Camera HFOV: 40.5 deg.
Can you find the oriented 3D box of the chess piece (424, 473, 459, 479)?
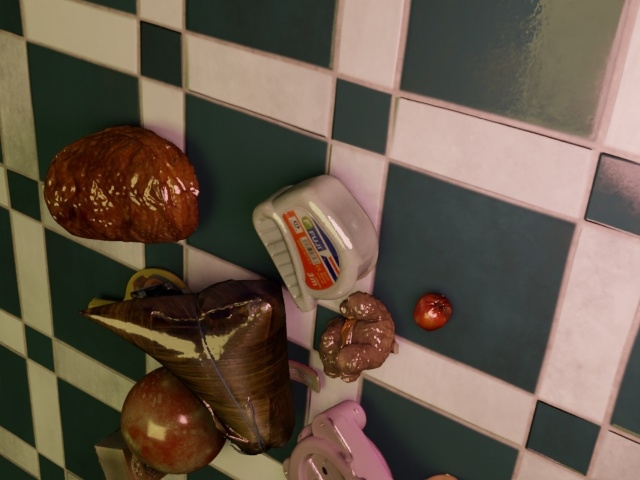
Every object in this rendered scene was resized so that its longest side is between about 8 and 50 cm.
[{"bbox_3d":[0.263,0.584,1.818,0.094,0.094,0.171,8,123,34],"label":"chess piece"}]

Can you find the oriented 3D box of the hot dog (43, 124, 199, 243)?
[{"bbox_3d":[-0.428,-0.114,1.935,0.387,0.174,0.267,1,115,26],"label":"hot dog"}]

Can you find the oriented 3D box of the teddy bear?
[{"bbox_3d":[0.067,0.206,1.755,0.190,0.140,0.177,-20,57,50],"label":"teddy bear"}]

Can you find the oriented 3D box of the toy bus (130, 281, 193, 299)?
[{"bbox_3d":[-0.360,0.160,1.996,0.182,0.091,0.103,9,112,55],"label":"toy bus"}]

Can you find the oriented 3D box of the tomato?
[{"bbox_3d":[-0.367,0.449,2.126,0.270,0.222,0.270,19,122,33],"label":"tomato"}]

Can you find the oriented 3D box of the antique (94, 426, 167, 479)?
[{"bbox_3d":[-0.489,0.581,2.329,0.147,0.152,0.147,-6,107,41],"label":"antique"}]

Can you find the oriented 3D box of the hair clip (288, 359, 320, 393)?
[{"bbox_3d":[-0.050,0.302,1.948,0.137,0.022,0.054,15,120,35],"label":"hair clip"}]

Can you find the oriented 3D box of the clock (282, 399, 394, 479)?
[{"bbox_3d":[0.048,0.532,1.901,0.296,0.113,0.322,57,143,16],"label":"clock"}]

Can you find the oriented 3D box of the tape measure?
[{"bbox_3d":[-0.001,0.000,1.699,0.246,0.125,0.243,-17,108,43],"label":"tape measure"}]

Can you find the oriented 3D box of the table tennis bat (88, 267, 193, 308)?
[{"bbox_3d":[-0.443,0.174,2.161,0.368,0.054,0.224,0,109,33],"label":"table tennis bat"}]

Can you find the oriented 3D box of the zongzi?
[{"bbox_3d":[-0.275,0.287,1.872,0.431,0.208,0.404,-6,112,0],"label":"zongzi"}]

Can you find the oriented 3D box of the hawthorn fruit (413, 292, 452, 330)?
[{"bbox_3d":[0.211,0.138,1.644,0.077,0.077,0.077,16,121,30],"label":"hawthorn fruit"}]
